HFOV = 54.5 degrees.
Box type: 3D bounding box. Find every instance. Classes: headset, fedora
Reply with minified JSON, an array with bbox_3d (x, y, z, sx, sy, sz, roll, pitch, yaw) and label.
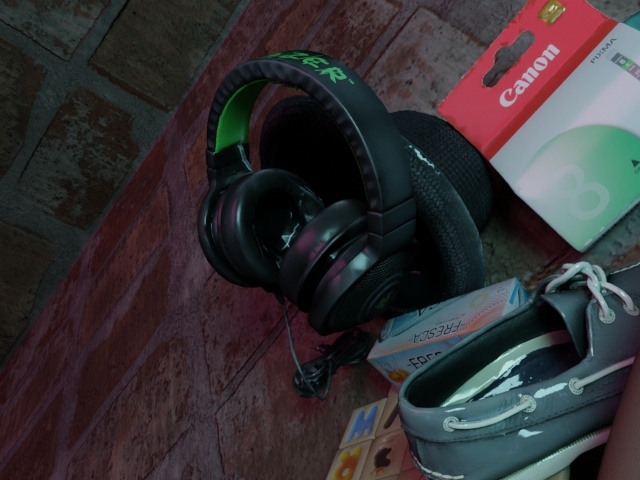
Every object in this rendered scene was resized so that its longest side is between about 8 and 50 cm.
[{"bbox_3d":[0.000,0.000,0.659,0.243,0.185,0.394,25,126,38],"label":"headset"},{"bbox_3d":[0.081,-0.055,0.735,0.152,0.334,0.334,-36,20,-27],"label":"fedora"}]

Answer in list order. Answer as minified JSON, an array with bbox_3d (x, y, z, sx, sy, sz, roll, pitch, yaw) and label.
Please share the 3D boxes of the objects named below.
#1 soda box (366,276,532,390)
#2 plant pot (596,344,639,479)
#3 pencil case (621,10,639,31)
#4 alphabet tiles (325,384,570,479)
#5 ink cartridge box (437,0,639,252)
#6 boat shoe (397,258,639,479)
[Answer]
[{"bbox_3d":[0.132,0.099,0.617,0.183,0.058,0.063,-28,20,48],"label":"soda box"},{"bbox_3d":[0.260,0.121,0.315,0.274,0.256,0.256,-67,26,24],"label":"plant pot"},{"bbox_3d":[0.315,-0.189,0.629,0.151,0.064,0.070,-37,13,36],"label":"pencil case"},{"bbox_3d":[0.094,0.204,0.555,0.285,0.011,0.343,-33,17,39],"label":"alphabet tiles"},{"bbox_3d":[0.237,-0.129,0.598,0.225,0.056,0.181,49,111,20],"label":"ink cartridge box"},{"bbox_3d":[0.199,0.072,0.456,0.319,0.099,0.116,-32,23,-1],"label":"boat shoe"}]
